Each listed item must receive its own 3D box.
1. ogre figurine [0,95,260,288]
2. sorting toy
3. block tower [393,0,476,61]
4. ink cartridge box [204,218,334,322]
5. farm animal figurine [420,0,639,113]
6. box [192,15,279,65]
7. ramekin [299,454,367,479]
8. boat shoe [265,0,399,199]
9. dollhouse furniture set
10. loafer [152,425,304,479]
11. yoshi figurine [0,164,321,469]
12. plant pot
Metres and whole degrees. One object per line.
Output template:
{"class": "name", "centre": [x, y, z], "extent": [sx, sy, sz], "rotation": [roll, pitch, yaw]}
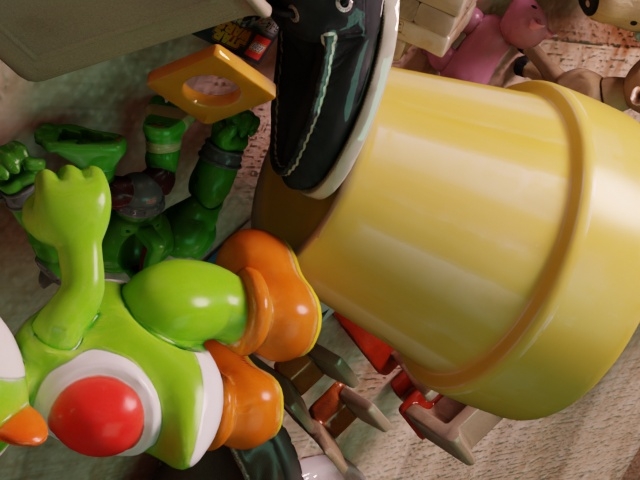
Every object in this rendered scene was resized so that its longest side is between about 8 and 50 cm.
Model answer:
{"class": "ogre figurine", "centre": [-0.139, -0.030, 1.187], "extent": [0.197, 0.097, 0.118], "rotation": [-26, 130, -45]}
{"class": "sorting toy", "centre": [-0.150, -0.172, 0.995], "extent": [0.196, 0.047, 0.348], "rotation": [-10, 150, 24]}
{"class": "block tower", "centre": [0.107, -0.291, 1.171], "extent": [0.097, 0.091, 0.335], "rotation": [-55, 168, -59]}
{"class": "ink cartridge box", "centre": [0.000, 0.000, 1.392], "extent": [0.180, 0.060, 0.104], "rotation": [-43, 145, -6]}
{"class": "farm animal figurine", "centre": [0.251, -0.206, 1.361], "extent": [0.326, 0.172, 0.330], "rotation": [-33, 143, -20]}
{"class": "box", "centre": [-0.066, -0.185, 1.169], "extent": [0.137, 0.027, 0.094], "rotation": [18, 109, -53]}
{"class": "ramekin", "centre": [-0.010, 0.326, 1.660], "extent": [0.207, 0.109, 0.207], "rotation": [-28, 141, -25]}
{"class": "boat shoe", "centre": [-0.006, -0.198, 1.107], "extent": [0.113, 0.127, 0.340], "rotation": [7, 107, -24]}
{"class": "dollhouse furniture set", "centre": [0.078, 0.089, 1.540], "extent": [0.262, 0.135, 0.259], "rotation": [-43, 134, -7]}
{"class": "loafer", "centre": [-0.113, 0.270, 1.471], "extent": [0.130, 0.134, 0.366], "rotation": [-19, 136, -35]}
{"class": "yoshi figurine", "centre": [-0.197, 0.064, 1.093], "extent": [0.362, 0.204, 0.203], "rotation": [-4, 171, -37]}
{"class": "plant pot", "centre": [0.089, -0.018, 1.247], "extent": [0.239, 0.254, 0.254], "rotation": [20, 111, -24]}
